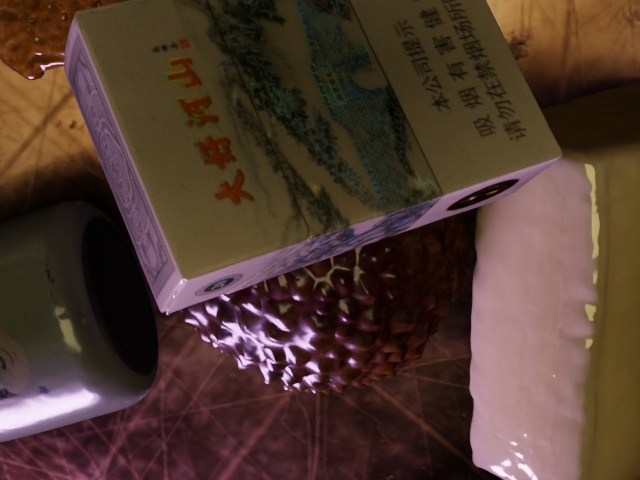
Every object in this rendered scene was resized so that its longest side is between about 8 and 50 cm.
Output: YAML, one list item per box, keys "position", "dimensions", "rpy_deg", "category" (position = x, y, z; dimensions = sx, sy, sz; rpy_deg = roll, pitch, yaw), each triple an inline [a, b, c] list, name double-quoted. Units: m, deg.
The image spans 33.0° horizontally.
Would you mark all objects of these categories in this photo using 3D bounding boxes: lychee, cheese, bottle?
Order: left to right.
- position: [-0.313, 0.090, 0.851]
  dimensions: [0.347, 0.168, 0.168]
  rpy_deg: [-16, 110, 9]
  category: "bottle"
- position: [0.000, 0.000, 0.799]
  dimensions: [0.236, 0.236, 0.271]
  rpy_deg: [-16, 130, 4]
  category: "lychee"
- position: [0.224, 0.031, 0.813]
  dimensions: [0.124, 0.242, 0.266]
  rpy_deg: [16, 116, 39]
  category: "cheese"

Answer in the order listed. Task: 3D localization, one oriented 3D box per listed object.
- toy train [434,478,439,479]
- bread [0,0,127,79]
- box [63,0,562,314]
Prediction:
- position: [0.191, 0.274, 0.915]
  dimensions: [0.301, 0.202, 0.120]
  rpy_deg: [-22, 114, 5]
  category: "toy train"
- position: [-0.098, -0.254, 0.696]
  dimensions: [0.279, 0.225, 0.250]
  rpy_deg: [-11, 116, 10]
  category: "bread"
- position: [-0.002, -0.077, 0.645]
  dimensions: [0.256, 0.069, 0.164]
  rpy_deg: [-19, 77, -25]
  category: "box"
